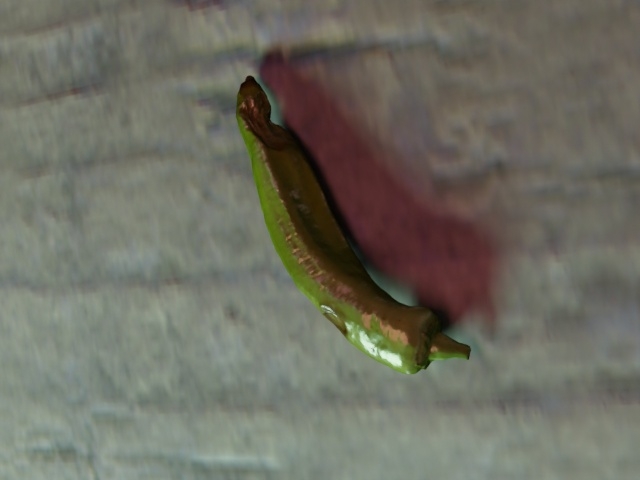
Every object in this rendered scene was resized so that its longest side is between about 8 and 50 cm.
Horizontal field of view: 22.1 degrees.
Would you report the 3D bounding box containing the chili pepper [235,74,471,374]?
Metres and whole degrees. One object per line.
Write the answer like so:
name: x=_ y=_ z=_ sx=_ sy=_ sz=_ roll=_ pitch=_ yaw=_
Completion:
chili pepper: x=-0.001 y=0.001 z=0.871 sx=0.208 sy=0.043 sz=0.049 roll=51 pitch=140 yaw=25
